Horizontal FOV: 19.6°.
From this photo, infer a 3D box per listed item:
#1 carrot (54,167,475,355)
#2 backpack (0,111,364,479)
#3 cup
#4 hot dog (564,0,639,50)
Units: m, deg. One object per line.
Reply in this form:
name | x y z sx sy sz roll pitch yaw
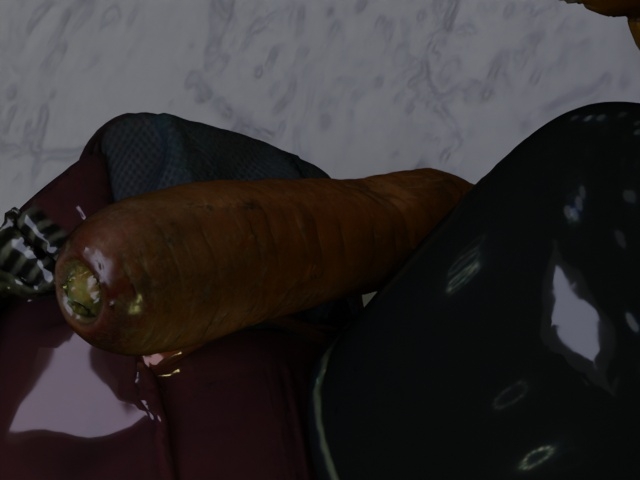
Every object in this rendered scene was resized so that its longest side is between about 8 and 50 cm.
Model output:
carrot | 0.000 0.000 0.708 0.059 0.248 0.059 9 103 42
backpack | -0.081 0.142 0.774 0.283 0.197 0.317 -53 38 40
cup | 0.103 0.041 0.685 0.176 0.169 0.223 -42 14 35
hot dog | 0.209 -0.125 0.688 0.269 0.072 0.109 -17 60 39
